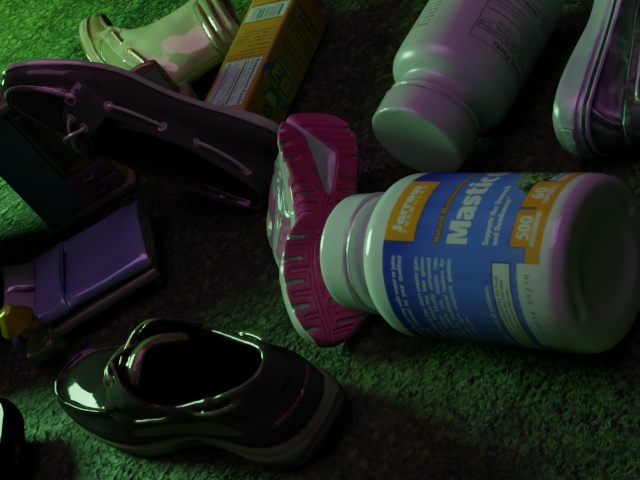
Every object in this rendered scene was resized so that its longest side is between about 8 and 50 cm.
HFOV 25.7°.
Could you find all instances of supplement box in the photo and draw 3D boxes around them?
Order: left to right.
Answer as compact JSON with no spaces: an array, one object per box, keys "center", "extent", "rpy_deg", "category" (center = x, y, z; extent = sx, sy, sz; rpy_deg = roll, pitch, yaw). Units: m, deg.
[{"center":[-0.069,-0.206,1.714],"extent":[0.080,0.078,0.233],"rpy_deg":[-4,49,34],"category":"supplement box"}]

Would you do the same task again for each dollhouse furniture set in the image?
[{"center":[-0.278,-0.056,1.630],"extent":[0.286,0.198,0.303],"rpy_deg":[-30,37,12],"category":"dollhouse furniture set"}]

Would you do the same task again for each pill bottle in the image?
[{"center":[0.149,-0.185,1.456],"extent":[0.131,0.131,0.229],"rpy_deg":[5,54,43],"category":"pill bottle"},{"center":[0.135,0.015,1.237],"extent":[0.272,0.152,0.152],"rpy_deg":[3,53,41],"category":"pill bottle"}]

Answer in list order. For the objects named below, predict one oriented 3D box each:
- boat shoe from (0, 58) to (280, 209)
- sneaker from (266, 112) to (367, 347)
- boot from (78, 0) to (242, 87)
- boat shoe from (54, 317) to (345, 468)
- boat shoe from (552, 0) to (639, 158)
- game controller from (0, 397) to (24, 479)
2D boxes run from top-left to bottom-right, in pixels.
[{"center":[-0.202,-0.118,1.574],"extent":[0.335,0.112,0.095],"rpy_deg":[14,62,-5],"category":"boat shoe"},{"center":[0.000,0.000,1.426],"extent":[0.103,0.111,0.252],"rpy_deg":[3,59,-10],"category":"sneaker"},{"center":[-0.211,-0.275,1.893],"extent":[0.203,0.095,0.262],"rpy_deg":[-37,38,3],"category":"boot"},{"center":[-0.139,0.128,1.368],"extent":[0.355,0.130,0.132],"rpy_deg":[-3,49,39],"category":"boat shoe"},{"center":[0.334,-0.219,1.368],"extent":[0.119,0.121,0.335],"rpy_deg":[7,66,35],"category":"boat shoe"},{"center":[-0.380,0.307,1.440],"extent":[0.166,0.067,0.319],"rpy_deg":[-26,37,16],"category":"game controller"}]
